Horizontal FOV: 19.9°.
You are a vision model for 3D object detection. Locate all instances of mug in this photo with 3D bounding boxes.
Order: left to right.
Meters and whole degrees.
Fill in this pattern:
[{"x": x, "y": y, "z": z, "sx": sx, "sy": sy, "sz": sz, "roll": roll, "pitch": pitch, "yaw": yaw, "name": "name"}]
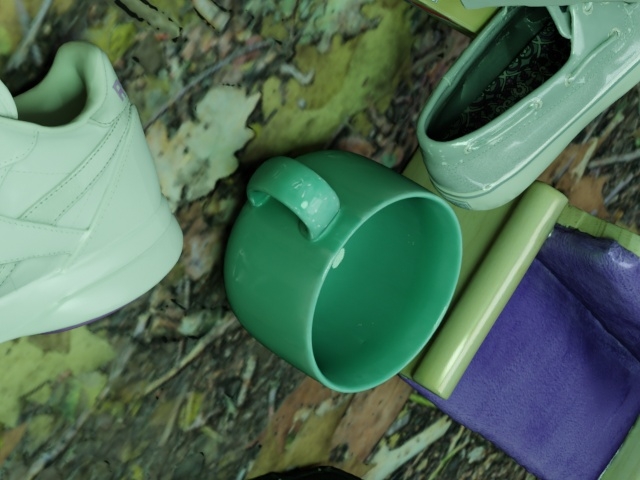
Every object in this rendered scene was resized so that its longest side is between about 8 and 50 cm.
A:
[{"x": 0.006, "y": 0.000, "z": 1.074, "sx": 0.129, "sy": 0.097, "sz": 0.157, "roll": -25, "pitch": 131, "yaw": -36, "name": "mug"}]

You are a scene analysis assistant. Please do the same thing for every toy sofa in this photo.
[{"x": 0.170, "y": 0.087, "z": 1.256, "sx": 0.150, "sy": 0.177, "sz": 0.362, "roll": -57, "pitch": 144, "yaw": -4, "name": "toy sofa"}]

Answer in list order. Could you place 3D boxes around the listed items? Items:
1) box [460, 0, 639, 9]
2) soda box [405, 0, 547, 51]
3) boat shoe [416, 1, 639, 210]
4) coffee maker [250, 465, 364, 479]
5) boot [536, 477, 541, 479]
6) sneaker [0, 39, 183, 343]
[{"x": 0.144, "y": -0.234, "z": 1.000, "sx": 0.103, "sy": 0.114, "sz": 0.203, "roll": 58, "pitch": 47, "yaw": -40, "name": "box"}, {"x": 0.093, "y": -0.155, "z": 1.096, "sx": 0.181, "sy": 0.061, "sz": 0.058, "roll": 20, "pitch": 98, "yaw": -52, "name": "soda box"}, {"x": 0.141, "y": -0.118, "z": 1.057, "sx": 0.227, "sy": 0.079, "sz": 0.081, "roll": -49, "pitch": 146, "yaw": -8, "name": "boat shoe"}, {"x": -0.035, "y": 0.254, "z": 1.205, "sx": 0.171, "sy": 0.120, "sz": 0.178, "roll": 3, "pitch": 113, "yaw": -24, "name": "coffee maker"}, {"x": 0.288, "y": 0.218, "z": 1.499, "sx": 0.197, "sy": 0.152, "sz": 0.073, "roll": -14, "pitch": 124, "yaw": -44, "name": "boot"}, {"x": -0.204, "y": 0.001, "z": 0.849, "sx": 0.305, "sy": 0.114, "sz": 0.152, "roll": -31, "pitch": 121, "yaw": -38, "name": "sneaker"}]
